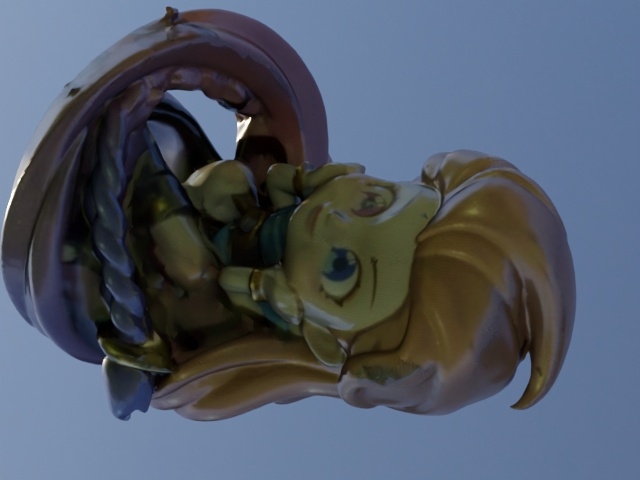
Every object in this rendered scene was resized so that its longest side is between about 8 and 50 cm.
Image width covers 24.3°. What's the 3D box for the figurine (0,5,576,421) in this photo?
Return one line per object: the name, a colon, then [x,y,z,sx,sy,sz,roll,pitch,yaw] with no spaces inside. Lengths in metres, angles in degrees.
figurine: [-0.003,0.004,0.433,0.157,0.114,0.126,20,-122,8]
